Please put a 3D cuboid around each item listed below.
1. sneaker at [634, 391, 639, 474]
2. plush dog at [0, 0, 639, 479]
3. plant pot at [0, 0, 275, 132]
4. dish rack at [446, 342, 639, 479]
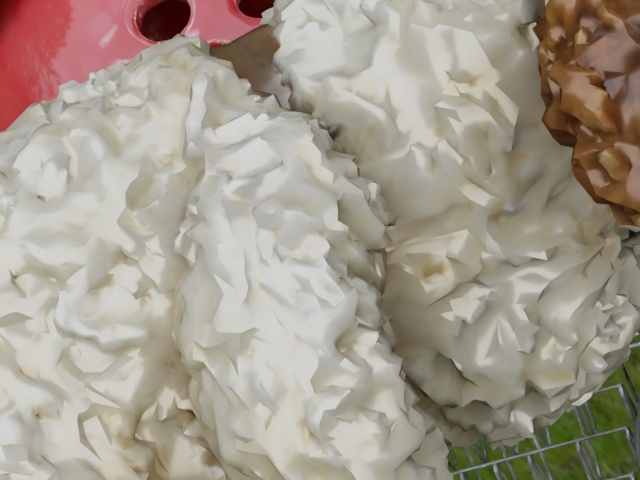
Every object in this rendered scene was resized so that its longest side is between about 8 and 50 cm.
[{"bbox_3d":[0.153,0.018,0.641,0.065,0.076,0.166,13,95,-7],"label":"sneaker"},{"bbox_3d":[0.000,0.000,0.410,0.225,0.262,0.210,-36,92,-7],"label":"plush dog"},{"bbox_3d":[-0.053,-0.062,0.680,0.174,0.191,0.191,40,89,14],"label":"plant pot"},{"bbox_3d":[0.123,0.166,1.041,0.272,0.074,0.208,-17,38,17],"label":"dish rack"}]
